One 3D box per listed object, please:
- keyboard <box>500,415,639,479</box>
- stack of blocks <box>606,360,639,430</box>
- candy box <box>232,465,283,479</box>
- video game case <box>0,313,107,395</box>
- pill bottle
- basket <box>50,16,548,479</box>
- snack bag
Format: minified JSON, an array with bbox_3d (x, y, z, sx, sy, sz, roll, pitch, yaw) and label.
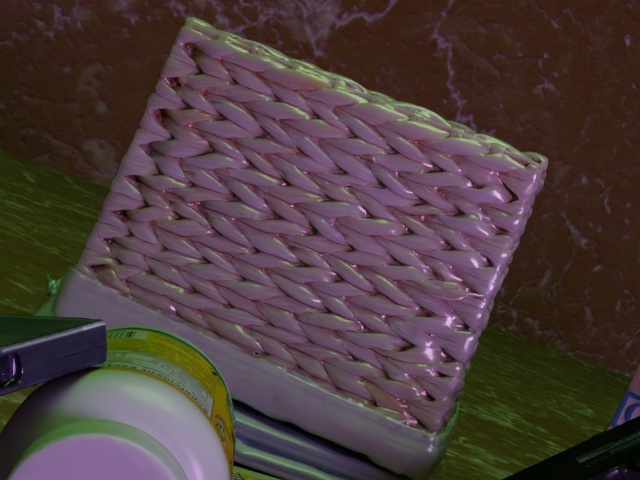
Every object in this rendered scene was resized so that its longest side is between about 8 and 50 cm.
[{"bbox_3d":[0.213,0.157,0.975,0.201,0.317,0.033,-87,151,-89],"label":"keyboard"},{"bbox_3d":[0.422,0.249,1.399,0.297,0.171,0.087,26,5,26],"label":"stack of blocks"},{"bbox_3d":[-0.009,0.189,0.881,0.105,0.027,0.206,18,6,-23],"label":"candy box"},{"bbox_3d":[-0.243,0.058,0.597,0.196,0.026,0.274,2,7,22],"label":"video game case"},{"bbox_3d":[-0.102,0.115,0.722,0.117,0.118,0.208,22,4,-4],"label":"pill bottle"},{"bbox_3d":[0.000,0.000,1.224,0.331,0.266,0.328,22,4,8],"label":"basket"},{"bbox_3d":[-0.091,0.124,1.203,0.342,0.037,0.323,23,4,-6],"label":"snack bag"}]
